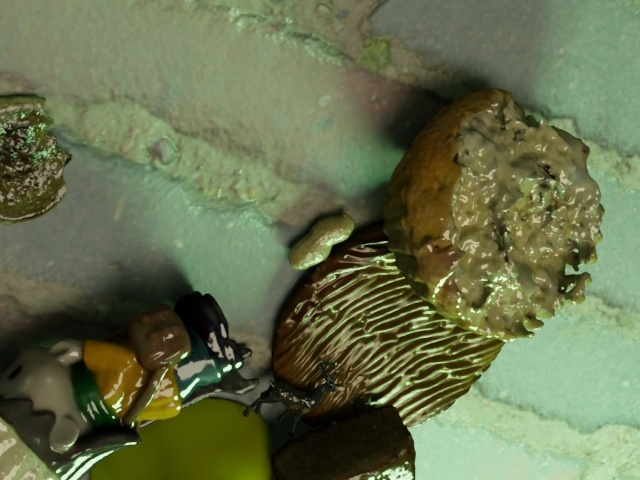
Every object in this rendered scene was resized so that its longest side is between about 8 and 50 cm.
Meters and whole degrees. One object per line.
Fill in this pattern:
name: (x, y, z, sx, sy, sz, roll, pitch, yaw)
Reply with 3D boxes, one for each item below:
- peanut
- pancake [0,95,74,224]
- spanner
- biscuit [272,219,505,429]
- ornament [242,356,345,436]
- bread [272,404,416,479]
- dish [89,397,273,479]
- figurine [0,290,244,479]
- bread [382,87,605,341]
peanut: (0.000, 0.000, 1.454, 0.083, 0.037, 0.037, -40, 131, 9)
pancake: (-0.293, -0.072, 1.259, 0.116, 0.022, 0.129, -27, 126, -10)
spanner: (-0.184, 0.188, 1.479, 0.255, 0.054, 0.015, -25, 170, -11)
biscuit: (0.092, 0.106, 1.574, 0.318, 0.040, 0.318, -14, 128, -19)
ornament: (-0.024, 0.171, 1.519, 0.073, 0.028, 0.125, 30, 124, -26)
bread: (0.030, 0.383, 1.660, 0.165, 0.113, 0.416, -19, 134, -20)
dish: (-0.153, 0.315, 1.543, 0.221, 0.108, 0.262, 3, 119, -29)
figurine: (-0.239, 0.176, 1.354, 0.332, 0.185, 0.204, -10, 90, -17)
bread: (0.174, -0.024, 1.433, 0.274, 0.149, 0.274, 5, 83, -39)
